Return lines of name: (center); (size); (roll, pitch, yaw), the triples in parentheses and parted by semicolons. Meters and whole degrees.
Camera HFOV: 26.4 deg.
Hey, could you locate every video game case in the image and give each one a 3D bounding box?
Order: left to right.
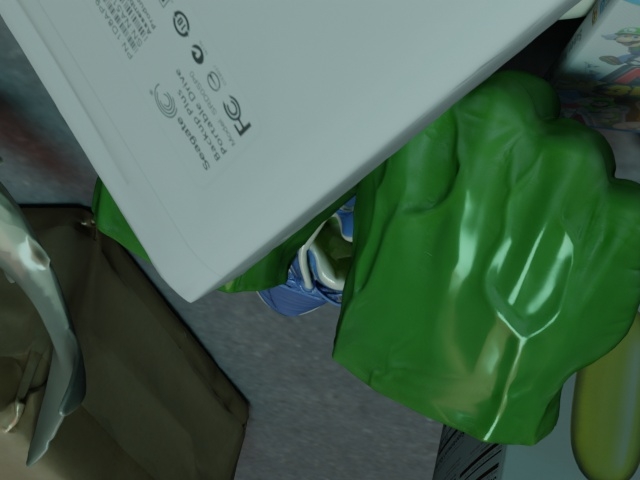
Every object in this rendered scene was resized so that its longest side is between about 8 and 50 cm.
video game case: (0.161, -0.071, 0.560); (0.119, 0.015, 0.166); (7, 169, -2)

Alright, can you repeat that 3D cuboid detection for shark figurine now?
shark figurine: (-0.225, -0.009, 0.739); (0.116, 0.166, 0.278); (-25, 127, 35)

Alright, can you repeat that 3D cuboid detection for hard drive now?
hard drive: (-0.023, -0.140, 0.448); (0.233, 0.047, 0.353); (58, 145, 4)

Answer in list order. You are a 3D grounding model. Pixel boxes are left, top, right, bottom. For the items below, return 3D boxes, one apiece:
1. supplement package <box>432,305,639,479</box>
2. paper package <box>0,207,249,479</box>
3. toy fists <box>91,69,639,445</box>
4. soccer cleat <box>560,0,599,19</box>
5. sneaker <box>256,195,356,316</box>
supplement package: (0.174, 0.107, 0.732); (0.194, 0.203, 0.149); (18, 150, -4)
paper package: (-0.255, 0.123, 0.999); (0.324, 0.168, 0.309); (0, 146, 24)
toy fists: (0.017, -0.033, 0.608); (0.279, 0.096, 0.142); (28, 119, 27)
soccer cleat: (0.123, -0.124, 0.521); (0.196, 0.068, 0.076); (-5, 163, 30)
sneaker: (0.000, 0.000, 0.758); (0.080, 0.081, 0.211); (19, 151, -8)
